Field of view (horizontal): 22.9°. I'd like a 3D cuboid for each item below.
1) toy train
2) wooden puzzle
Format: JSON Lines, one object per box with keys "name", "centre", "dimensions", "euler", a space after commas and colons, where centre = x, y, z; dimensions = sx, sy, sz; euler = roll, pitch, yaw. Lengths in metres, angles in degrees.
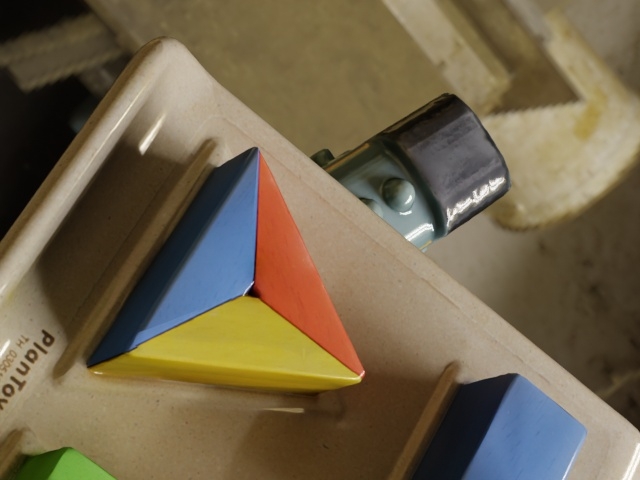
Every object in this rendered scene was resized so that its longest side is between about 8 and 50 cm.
{"name": "toy train", "centre": [0.000, 0.000, 1.264], "dimensions": [0.334, 0.142, 0.190], "euler": [-31, 179, -35]}
{"name": "wooden puzzle", "centre": [-0.012, 0.130, 0.660], "dimensions": [0.080, 0.348, 0.322], "euler": [-17, -143, 56]}
